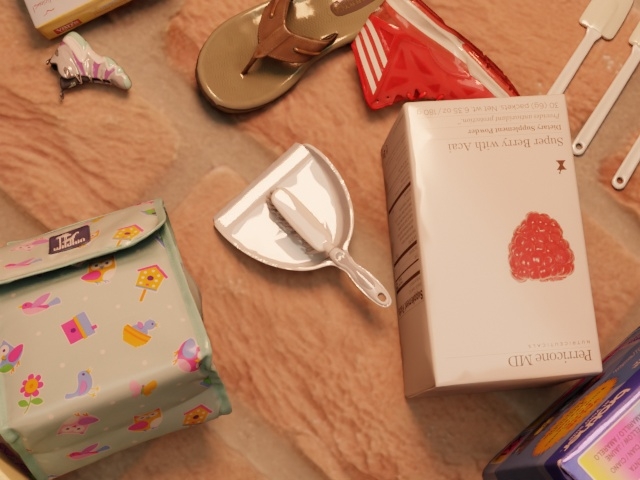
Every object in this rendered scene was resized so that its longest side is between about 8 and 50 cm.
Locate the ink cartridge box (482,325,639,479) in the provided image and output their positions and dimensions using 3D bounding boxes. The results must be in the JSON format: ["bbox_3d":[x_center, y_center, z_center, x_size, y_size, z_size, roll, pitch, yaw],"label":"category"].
[{"bbox_3d":[0.330,0.184,1.098,0.270,0.395,0.151,-40,84,-12],"label":"ink cartridge box"}]

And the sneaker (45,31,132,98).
[{"bbox_3d":[-0.267,-0.184,1.308,0.098,0.038,0.069,36,79,13],"label":"sneaker"}]

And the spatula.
[{"bbox_3d":[0.361,-0.189,1.372,0.168,0.019,0.242,33,77,1],"label":"spatula"}]

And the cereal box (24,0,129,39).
[{"bbox_3d":[-0.283,-0.371,1.314,0.173,0.047,0.240,-24,78,4],"label":"cereal box"}]

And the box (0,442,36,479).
[{"bbox_3d":[-0.283,0.314,1.109,0.243,0.213,0.117,44,78,4],"label":"box"}]

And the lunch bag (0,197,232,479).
[{"bbox_3d":[-0.233,0.080,1.191,0.223,0.160,0.262,-19,56,-5],"label":"lunch bag"}]

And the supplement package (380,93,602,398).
[{"bbox_3d":[0.175,0.012,1.233,0.177,0.175,0.293,-4,79,-7],"label":"supplement package"}]

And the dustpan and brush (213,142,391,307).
[{"bbox_3d":[0.000,0.000,1.278,0.147,0.060,0.211,-43,85,-12],"label":"dustpan and brush"}]

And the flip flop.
[{"bbox_3d":[-0.021,-0.244,1.318,0.277,0.080,0.112,-28,82,-10],"label":"flip flop"}]

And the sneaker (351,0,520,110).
[{"bbox_3d":[0.129,-0.179,1.334,0.221,0.087,0.128,41,107,-8],"label":"sneaker"}]
